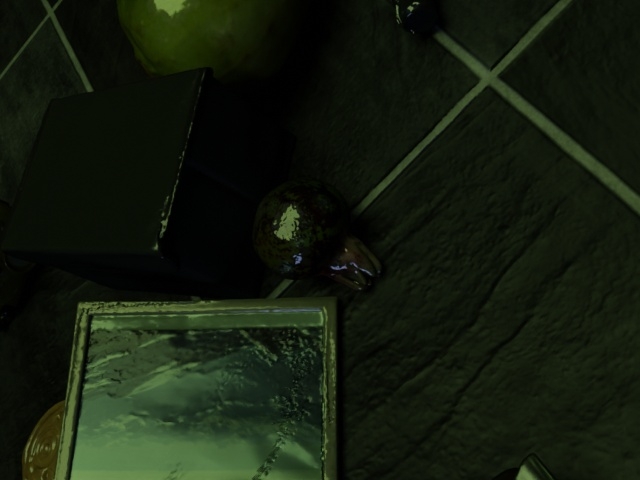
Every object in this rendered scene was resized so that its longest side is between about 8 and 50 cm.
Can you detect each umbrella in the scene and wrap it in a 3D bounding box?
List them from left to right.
[{"bbox_3d":[0.098,-0.417,0.969,0.090,0.094,0.326,-34,54,38],"label":"umbrella"}]

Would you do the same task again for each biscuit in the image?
[{"bbox_3d":[-0.401,0.374,1.054,0.202,0.044,0.289,30,89,40],"label":"biscuit"}]

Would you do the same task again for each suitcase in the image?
[{"bbox_3d":[-0.608,0.029,1.243,0.143,0.194,0.235,8,77,30],"label":"suitcase"}]

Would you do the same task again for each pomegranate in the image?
[{"bbox_3d":[-0.011,0.005,0.867,0.125,0.138,0.163,-31,87,11],"label":"pomegranate"}]

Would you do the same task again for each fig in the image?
[{"bbox_3d":[-0.131,-0.347,1.018,0.258,0.258,0.326,29,69,40],"label":"fig"}]

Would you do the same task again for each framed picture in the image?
[{"bbox_3d":[-0.144,0.189,0.850,0.334,0.022,0.248,-1,69,5],"label":"framed picture"}]

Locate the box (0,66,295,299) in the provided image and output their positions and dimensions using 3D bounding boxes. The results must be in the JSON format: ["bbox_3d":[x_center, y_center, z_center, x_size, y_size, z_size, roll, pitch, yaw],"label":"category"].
[{"bbox_3d":[-0.241,-0.068,1.004,0.345,0.204,0.251,1,73,37],"label":"box"}]

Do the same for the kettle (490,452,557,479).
[{"bbox_3d":[0.220,0.308,0.582,0.232,0.144,0.202,31,123,46],"label":"kettle"}]
